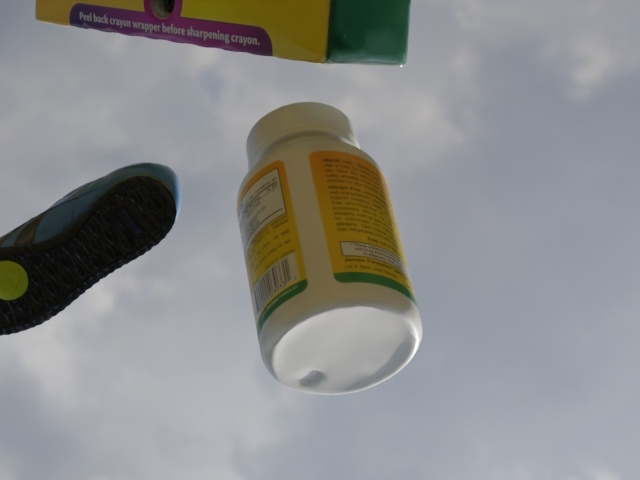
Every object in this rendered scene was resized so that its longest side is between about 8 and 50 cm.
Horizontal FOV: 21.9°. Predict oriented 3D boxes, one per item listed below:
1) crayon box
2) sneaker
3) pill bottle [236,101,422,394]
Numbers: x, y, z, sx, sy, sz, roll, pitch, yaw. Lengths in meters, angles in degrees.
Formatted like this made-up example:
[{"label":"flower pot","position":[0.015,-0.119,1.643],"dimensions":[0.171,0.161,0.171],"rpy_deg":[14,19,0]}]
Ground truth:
[{"label":"crayon box","position":[-0.080,-0.316,1.338],"dimensions":[0.363,0.313,0.106],"rpy_deg":[14,-166,42]},{"label":"sneaker","position":[-0.197,0.007,1.251],"dimensions":[0.209,0.069,0.082],"rpy_deg":[-30,-164,4]},{"label":"pill bottle","position":[0.000,0.000,1.224],"dimensions":[0.117,0.118,0.208],"rpy_deg":[-4,-130,-11]}]
